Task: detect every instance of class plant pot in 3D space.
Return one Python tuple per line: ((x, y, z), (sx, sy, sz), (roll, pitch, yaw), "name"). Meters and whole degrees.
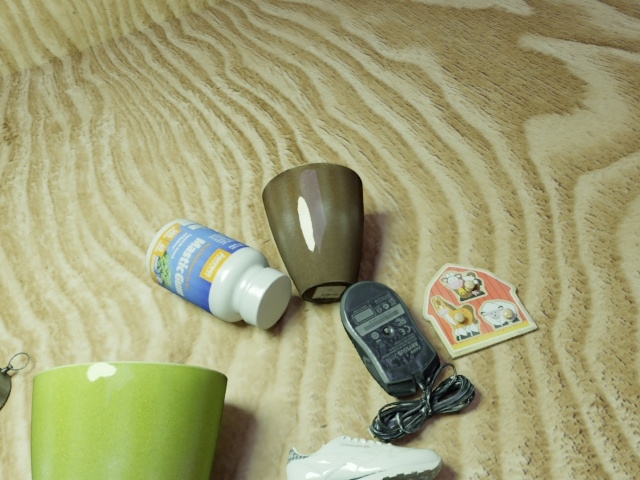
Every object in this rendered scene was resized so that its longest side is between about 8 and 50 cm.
((0.000, 0.000, 0.959), (0.215, 0.215, 0.230), (-9, 63, 0), "plant pot")
((-0.274, 0.345, 0.664), (0.275, 0.275, 0.293), (-5, 64, 4), "plant pot")

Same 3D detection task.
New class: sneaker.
((0.064, 0.336, 0.716), (0.235, 0.090, 0.095), (-9, 39, -2), "sneaker")

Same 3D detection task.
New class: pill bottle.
((-0.198, 0.068, 0.941), (0.272, 0.152, 0.152), (22, 55, 26), "pill bottle")

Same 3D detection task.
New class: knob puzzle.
((0.286, 0.112, 0.912), (0.213, 0.030, 0.213), (-4, 48, 5), "knob puzzle")

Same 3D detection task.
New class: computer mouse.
((0.121, 0.199, 0.841), (0.188, 0.072, 0.272), (-21, 62, -13), "computer mouse")

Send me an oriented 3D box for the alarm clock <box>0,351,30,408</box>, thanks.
((-0.642, 0.273, 0.891), (0.192, 0.064, 0.129), (-35, 53, -25), "alarm clock")
